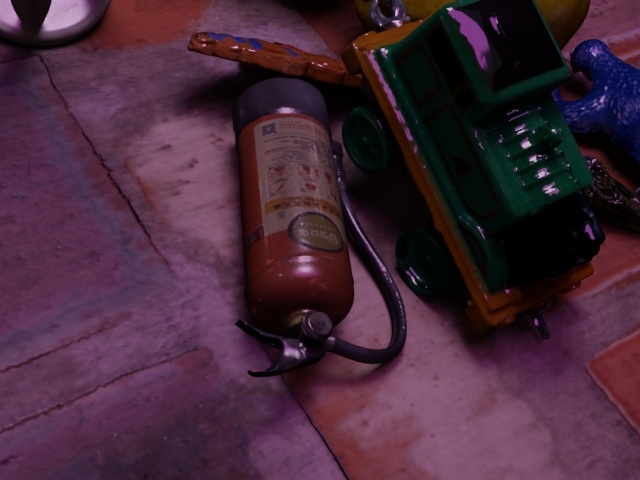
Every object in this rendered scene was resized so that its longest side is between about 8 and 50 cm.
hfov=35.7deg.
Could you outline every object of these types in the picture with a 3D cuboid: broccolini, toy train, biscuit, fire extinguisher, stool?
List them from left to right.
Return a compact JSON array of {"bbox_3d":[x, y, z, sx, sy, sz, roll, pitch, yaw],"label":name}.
[{"bbox_3d":[-0.339,-0.355,1.183,0.195,0.198,0.195,-42,92,-18],"label":"stool"},{"bbox_3d":[-0.034,-0.221,1.237,0.280,0.043,0.183,4,17,-30],"label":"biscuit"},{"bbox_3d":[0.001,-0.007,1.084,0.200,0.113,0.376,4,52,-12],"label":"fire extinguisher"},{"bbox_3d":[0.179,-0.097,1.081,0.178,0.249,0.429,-23,84,-29],"label":"toy train"},{"bbox_3d":[0.390,-0.031,1.249,0.202,0.091,0.068,35,95,-1],"label":"broccolini"}]

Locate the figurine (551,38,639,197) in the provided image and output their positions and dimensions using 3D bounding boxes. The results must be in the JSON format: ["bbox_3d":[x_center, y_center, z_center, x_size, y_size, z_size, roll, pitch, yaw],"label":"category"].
[{"bbox_3d":[0.416,-0.181,1.323,0.164,0.121,0.262,-29,62,-27],"label":"figurine"}]

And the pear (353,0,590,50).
[{"bbox_3d":[0.189,-0.319,1.286,0.307,0.253,0.253,-6,54,-25],"label":"pear"}]
